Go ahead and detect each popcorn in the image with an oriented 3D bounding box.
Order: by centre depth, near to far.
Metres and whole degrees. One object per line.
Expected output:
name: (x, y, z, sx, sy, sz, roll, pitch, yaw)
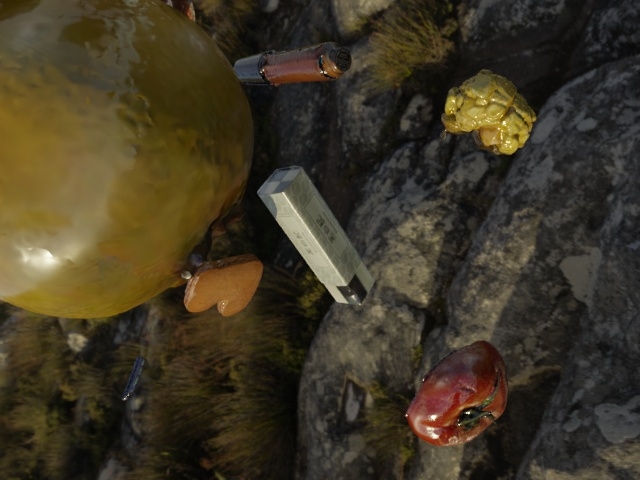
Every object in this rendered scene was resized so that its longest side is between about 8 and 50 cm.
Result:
popcorn: (0.367, -0.284, 1.091, 0.140, 0.194, 0.164, -49, -22, -38)

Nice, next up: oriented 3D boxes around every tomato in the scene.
tomato: (0.278, 0.311, 0.969, 0.228, 0.227, 0.101, -59, 42, 17)

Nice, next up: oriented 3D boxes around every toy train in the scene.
toy train: (-0.352, 0.263, 0.959, 0.017, 0.017, 0.083, 9, 75, 31)

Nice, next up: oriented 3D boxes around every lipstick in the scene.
lipstick: (-0.072, -0.362, 1.058, 0.418, 0.077, 0.077, 23, 93, 55)

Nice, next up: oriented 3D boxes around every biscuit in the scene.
biscuit: (-0.214, 0.112, 1.112, 0.036, 0.192, 0.186, 47, 127, 28)

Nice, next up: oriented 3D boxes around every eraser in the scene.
eraser: (0.000, 0.000, 1.278, 0.096, 0.404, 0.098, 0, 46, 44)

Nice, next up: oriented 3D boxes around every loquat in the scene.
loquat: (-0.238, -0.098, 0.511, 0.328, 0.359, 0.328, -49, -3, -4)

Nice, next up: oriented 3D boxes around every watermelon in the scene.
watermelon: (-0.303, -0.441, 0.952, 0.158, 0.121, 0.098, -94, 17, -72)
